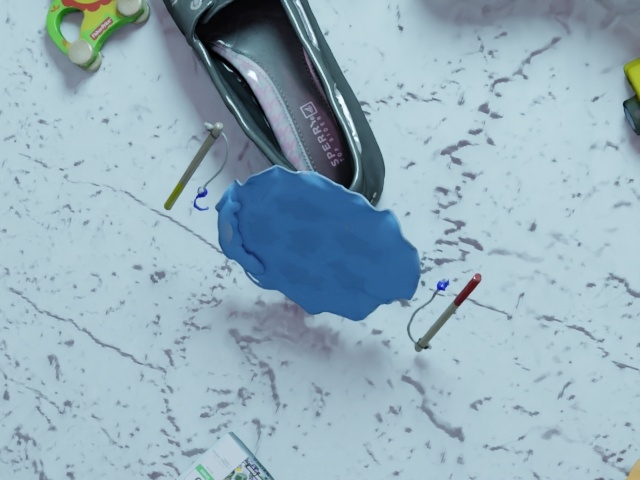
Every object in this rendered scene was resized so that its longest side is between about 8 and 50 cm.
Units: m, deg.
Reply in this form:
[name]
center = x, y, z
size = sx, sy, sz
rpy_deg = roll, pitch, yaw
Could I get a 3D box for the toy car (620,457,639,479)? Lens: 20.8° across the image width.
[toy car]
center = 0.261, 0.287, 1.434
size = 0.210, 0.219, 0.238
rpy_deg = -2, 57, 7

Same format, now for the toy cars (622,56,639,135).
[toy cars]
center = 0.361, -0.185, 1.479
size = 0.177, 0.087, 0.393
rpy_deg = 17, 88, 7

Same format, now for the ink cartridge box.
[ink cartridge box]
center = -0.101, 0.229, 1.536
size = 0.115, 0.029, 0.063
rpy_deg = -42, 83, 2

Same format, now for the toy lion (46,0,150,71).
[toy lion]
center = -0.209, -0.218, 1.579
size = 0.100, 0.034, 0.096
rpy_deg = -45, 76, 3

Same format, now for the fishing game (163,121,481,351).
[fishing game]
center = 0.000, 0.000, 1.475
size = 0.264, 0.189, 0.041
rpy_deg = 27, 54, -3

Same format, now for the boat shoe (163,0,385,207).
[boat shoe]
center = -0.048, -0.165, 1.522
size = 0.112, 0.095, 0.335
rpy_deg = -32, 83, 4
